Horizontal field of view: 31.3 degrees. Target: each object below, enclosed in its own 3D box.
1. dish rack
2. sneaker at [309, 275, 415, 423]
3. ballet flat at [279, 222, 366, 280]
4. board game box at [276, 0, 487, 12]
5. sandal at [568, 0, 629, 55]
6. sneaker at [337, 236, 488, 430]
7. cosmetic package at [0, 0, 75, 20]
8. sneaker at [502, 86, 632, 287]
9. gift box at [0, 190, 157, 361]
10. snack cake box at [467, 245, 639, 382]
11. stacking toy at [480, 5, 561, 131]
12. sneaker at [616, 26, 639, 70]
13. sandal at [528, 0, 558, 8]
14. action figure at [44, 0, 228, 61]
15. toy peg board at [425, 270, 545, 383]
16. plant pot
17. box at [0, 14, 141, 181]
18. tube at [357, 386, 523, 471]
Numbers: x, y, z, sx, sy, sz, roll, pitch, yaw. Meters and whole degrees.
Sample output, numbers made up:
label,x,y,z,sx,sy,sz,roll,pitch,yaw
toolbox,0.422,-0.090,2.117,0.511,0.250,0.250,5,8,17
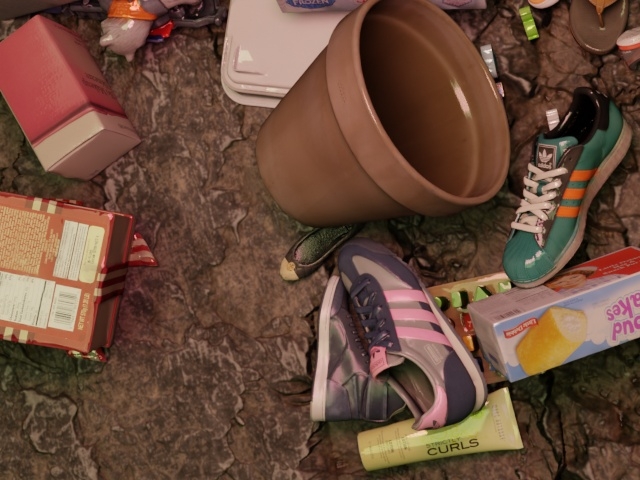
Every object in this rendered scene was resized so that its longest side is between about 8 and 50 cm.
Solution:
label,x,y,z,sx,sy,sz,roll,pitch,yaw
dish rack,-0.003,-0.347,1.807,0.332,0.072,0.286,8,90,18
sneaker,0.073,0.169,1.746,0.163,0.086,0.226,2,79,8
ballet flat,0.000,0.000,1.792,0.173,0.049,0.057,-41,76,11
board game box,0.106,-0.498,1.732,0.317,0.066,0.319,2,68,16
sandal,0.426,-0.385,1.682,0.090,0.060,0.219,20,92,17
sneaker,0.105,0.133,1.654,0.319,0.131,0.112,51,138,19
cosmetic package,-0.450,-0.502,1.807,0.453,0.161,0.230,1,87,46
sneaker,0.330,-0.083,1.622,0.108,0.121,0.302,15,70,49
gift box,-0.415,0.061,1.815,0.276,0.258,0.255,15,89,-2
snack cake box,0.353,0.098,1.582,0.264,0.152,0.089,-19,98,-3
stacking toy,0.262,-0.233,1.727,0.167,0.052,0.221,-14,82,15
sneaker,0.514,-0.291,1.662,0.157,0.061,0.065,-16,111,12
sandal,0.379,-0.461,1.663,0.265,0.076,0.102,-54,36,15
action figure,-0.328,-0.455,1.862,0.341,0.178,0.330,-1,77,16
toy peg board,0.237,0.134,1.697,0.161,0.079,0.161,-13,83,16
plant pot,0.065,-0.151,1.637,0.280,0.323,0.323,-26,78,39
box,-0.425,-0.232,1.884,0.126,0.148,0.232,-34,78,11
tube,0.177,0.292,1.718,0.240,0.062,0.070,-14,123,11
